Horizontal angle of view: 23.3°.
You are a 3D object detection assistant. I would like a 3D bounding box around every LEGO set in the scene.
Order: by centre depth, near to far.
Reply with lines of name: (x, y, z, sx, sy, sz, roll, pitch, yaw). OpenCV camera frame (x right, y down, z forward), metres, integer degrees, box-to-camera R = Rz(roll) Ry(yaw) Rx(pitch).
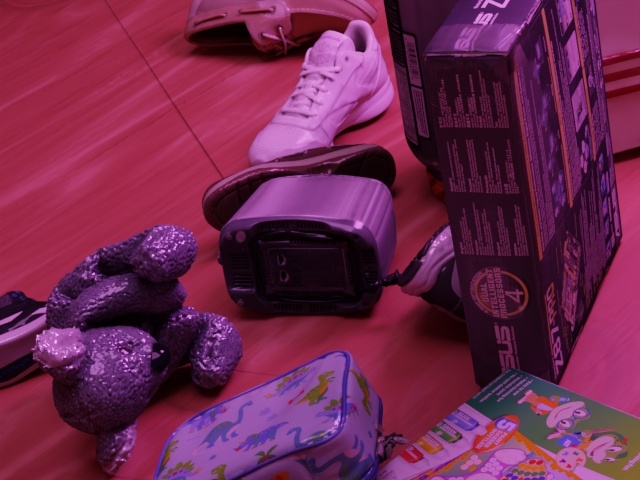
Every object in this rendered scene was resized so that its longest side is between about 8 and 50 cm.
LEGO set: (0.054, 0.204, 1.500, 0.083, 0.023, 0.054, -42, 0, 28)

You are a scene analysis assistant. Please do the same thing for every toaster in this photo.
toaster: (0.000, 0.000, 1.813, 0.227, 0.129, 0.146, -1, 29, 16)

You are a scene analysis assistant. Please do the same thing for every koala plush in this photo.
koala plush: (-0.218, 0.126, 1.635, 0.203, 0.196, 0.221, -15, 28, 19)

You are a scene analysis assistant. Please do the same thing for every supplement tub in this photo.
supplement tub: (0.192, -0.224, 1.911, 0.207, 0.338, 0.207, -9, 30, 5)

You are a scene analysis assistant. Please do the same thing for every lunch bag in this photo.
lunch bag: (-0.047, 0.201, 1.469, 0.219, 0.090, 0.176, -26, 23, 15)

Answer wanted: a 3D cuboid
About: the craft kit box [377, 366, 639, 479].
craft kit box: (0.192, 0.234, 1.419, 0.247, 0.061, 0.250, 22, 44, 41)

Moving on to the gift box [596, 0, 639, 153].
gift box: (0.412, -0.286, 2.025, 0.258, 0.255, 0.276, -15, 31, -2)

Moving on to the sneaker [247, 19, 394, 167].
sneaker: (-0.011, -0.197, 2.130, 0.114, 0.152, 0.305, 11, 38, 31)

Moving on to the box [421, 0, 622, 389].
box: (0.223, -0.088, 1.615, 0.097, 0.394, 0.318, 2, 34, 23)

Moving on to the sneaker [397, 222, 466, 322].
sneaker: (0.180, 0.018, 1.768, 0.108, 0.100, 0.271, 40, 34, 5)

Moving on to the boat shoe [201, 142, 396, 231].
boat shoe: (-0.035, -0.068, 1.990, 0.258, 0.095, 0.095, -12, 21, -18)

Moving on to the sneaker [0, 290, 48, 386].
sneaker: (-0.314, 0.086, 1.826, 0.217, 0.079, 0.121, -20, 32, -11)

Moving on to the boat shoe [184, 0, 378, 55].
boat shoe: (-0.065, -0.344, 2.461, 0.341, 0.122, 0.110, 7, 72, 35)
